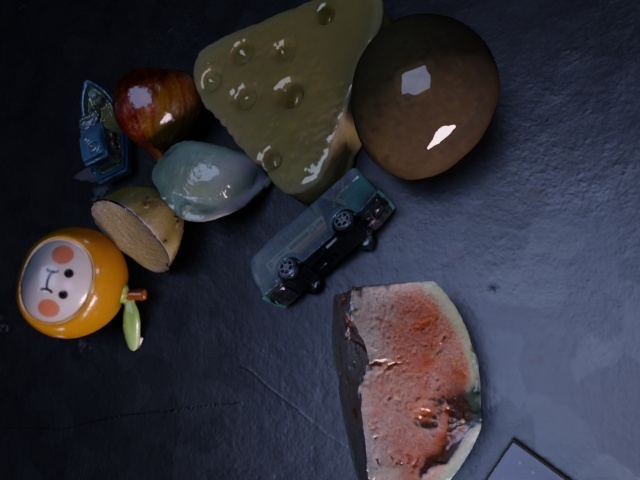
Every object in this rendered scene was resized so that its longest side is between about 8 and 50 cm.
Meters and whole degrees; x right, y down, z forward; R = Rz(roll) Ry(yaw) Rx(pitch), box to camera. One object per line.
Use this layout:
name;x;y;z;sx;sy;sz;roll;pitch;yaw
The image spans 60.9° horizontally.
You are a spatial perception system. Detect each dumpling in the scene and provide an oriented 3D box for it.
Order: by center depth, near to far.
dumpling;-0.202;-0.102;1.001;0.217;0.105;0.149;11;87;2

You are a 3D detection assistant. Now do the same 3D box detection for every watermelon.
watermelon;0.099;0.216;0.760;0.224;0.180;0.305;-16;73;35

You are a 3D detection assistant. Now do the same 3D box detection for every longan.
longan;0.154;-0.225;0.835;0.246;0.215;0.246;-37;32;28

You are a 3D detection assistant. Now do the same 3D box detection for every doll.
doll;-0.433;0.087;1.032;0.236;0.213;0.213;16;83;-10

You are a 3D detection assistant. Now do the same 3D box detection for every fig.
fig;-0.321;-0.231;1.073;0.175;0.175;0.207;12;102;25

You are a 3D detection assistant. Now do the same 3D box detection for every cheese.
cheese;-0.074;-0.276;0.998;0.384;0.104;0.383;-5;76;21

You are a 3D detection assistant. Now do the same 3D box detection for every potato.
potato;-0.328;-0.040;1.040;0.202;0.182;0.117;-19;29;55

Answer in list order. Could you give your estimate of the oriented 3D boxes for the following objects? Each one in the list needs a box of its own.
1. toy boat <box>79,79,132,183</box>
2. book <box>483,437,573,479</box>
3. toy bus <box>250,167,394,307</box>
toy boat;-0.474;-0.241;1.166;0.109;0.098;0.237;-23;69;13
book;0.265;0.433;0.721;0.191;0.025;0.269;34;92;25
toy bus;0.000;0.000;0.911;0.262;0.091;0.109;-40;55;8
